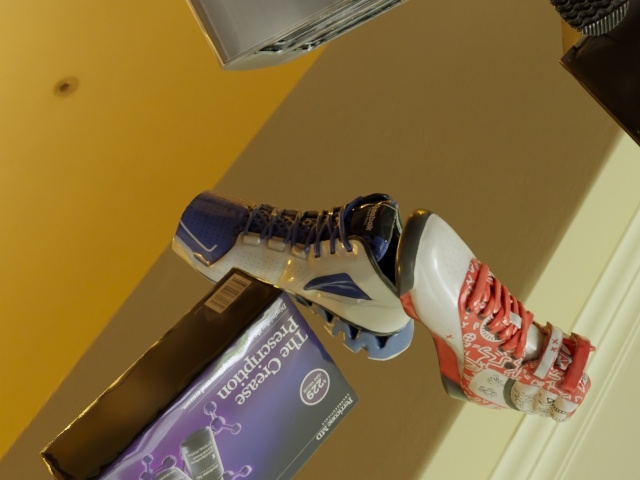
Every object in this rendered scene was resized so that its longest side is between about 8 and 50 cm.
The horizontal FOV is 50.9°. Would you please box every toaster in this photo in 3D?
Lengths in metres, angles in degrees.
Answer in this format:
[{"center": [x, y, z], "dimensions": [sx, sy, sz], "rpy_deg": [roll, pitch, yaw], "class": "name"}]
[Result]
[{"center": [-0.014, -0.204, 0.482], "dimensions": [0.186, 0.168, 0.110], "rpy_deg": [-22, -82, 20], "class": "toaster"}]

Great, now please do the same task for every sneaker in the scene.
[{"center": [0.168, 0.074, 0.610], "dimensions": [0.145, 0.270, 0.090], "rpy_deg": [8, -127, 32], "class": "sneaker"}, {"center": [0.001, 0.001, 0.787], "dimensions": [0.315, 0.182, 0.127], "rpy_deg": [27, -134, -2], "class": "sneaker"}, {"center": [0.184, -0.235, 0.526], "dimensions": [0.057, 0.161, 0.075], "rpy_deg": [-35, -175, 37], "class": "sneaker"}]

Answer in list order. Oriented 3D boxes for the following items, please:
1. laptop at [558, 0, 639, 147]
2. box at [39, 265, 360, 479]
[{"center": [0.486, -0.312, 0.755], "dimensions": [0.236, 0.382, 0.408], "rpy_deg": [-19, -114, -43], "class": "laptop"}, {"center": [-0.108, 0.187, 0.682], "dimensions": [0.261, 0.184, 0.103], "rpy_deg": [-45, -143, -20], "class": "box"}]
